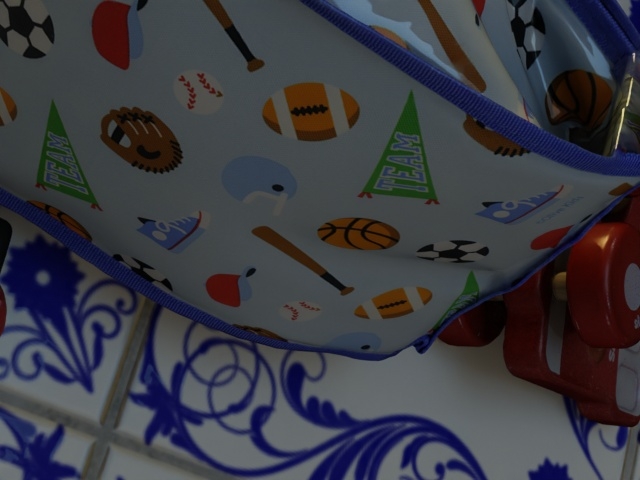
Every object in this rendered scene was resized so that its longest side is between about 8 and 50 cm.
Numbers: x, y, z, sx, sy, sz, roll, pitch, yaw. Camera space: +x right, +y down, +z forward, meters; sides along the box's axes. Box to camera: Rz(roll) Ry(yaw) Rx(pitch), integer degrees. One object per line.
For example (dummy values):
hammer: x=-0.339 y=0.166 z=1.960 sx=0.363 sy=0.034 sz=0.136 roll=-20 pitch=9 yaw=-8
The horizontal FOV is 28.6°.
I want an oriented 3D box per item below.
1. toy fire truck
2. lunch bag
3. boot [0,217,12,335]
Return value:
toy fire truck: x=0.229 y=-0.003 z=1.104 sx=0.254 sy=0.169 sz=0.302 roll=27 pitch=66 yaw=-51
lunch bag: x=-0.008 y=-0.097 z=0.819 sx=0.385 sy=0.328 sz=0.239 roll=34 pitch=50 yaw=-10
boot: x=-0.300 y=0.055 z=0.795 sx=0.176 sy=0.088 sz=0.244 roll=38 pitch=60 yaw=-21
